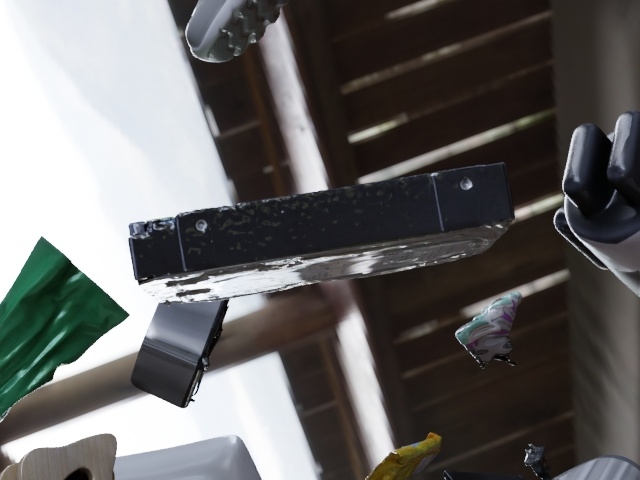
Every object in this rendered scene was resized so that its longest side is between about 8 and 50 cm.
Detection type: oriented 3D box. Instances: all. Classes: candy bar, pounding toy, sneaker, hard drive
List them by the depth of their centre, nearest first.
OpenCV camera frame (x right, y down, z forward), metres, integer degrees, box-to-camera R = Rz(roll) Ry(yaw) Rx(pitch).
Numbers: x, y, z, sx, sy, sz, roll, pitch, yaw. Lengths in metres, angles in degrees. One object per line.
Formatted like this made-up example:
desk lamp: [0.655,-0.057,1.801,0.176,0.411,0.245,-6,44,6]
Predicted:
candy bar: [0.069,0.180,1.144,0.018,0.040,0.161,40,-170,15]
pounding toy: [-0.215,0.308,1.312,0.155,0.154,0.269,-36,49,52]
hard drive: [0.000,0.000,1.331,0.237,0.339,0.064,99,163,-82]
sneaker: [-0.072,-0.301,1.333,0.105,0.115,0.281,62,-130,-75]
sneaker: [0.197,0.104,1.534,0.069,0.098,0.038,56,151,-1]

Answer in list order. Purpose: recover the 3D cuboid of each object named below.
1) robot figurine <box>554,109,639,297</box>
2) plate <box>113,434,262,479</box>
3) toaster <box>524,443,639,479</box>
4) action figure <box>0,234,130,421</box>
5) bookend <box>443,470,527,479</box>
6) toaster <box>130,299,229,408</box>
robot figurine: [0.388,-0.029,1.588,0.278,0.173,0.209,39,-178,-32]
plate: [-0.171,0.409,1.914,0.045,0.278,0.277,-44,-65,-56]
toaster: [0.209,0.263,1.029,0.227,0.129,0.146,56,-150,0]
action figure: [-0.337,0.124,1.549,0.137,0.232,0.063,45,167,-17]
bookend: [0.231,0.427,2.078,0.072,0.156,0.157,44,119,51]
toaster: [-0.215,0.150,2.215,0.185,0.110,0.168,116,174,-56]
